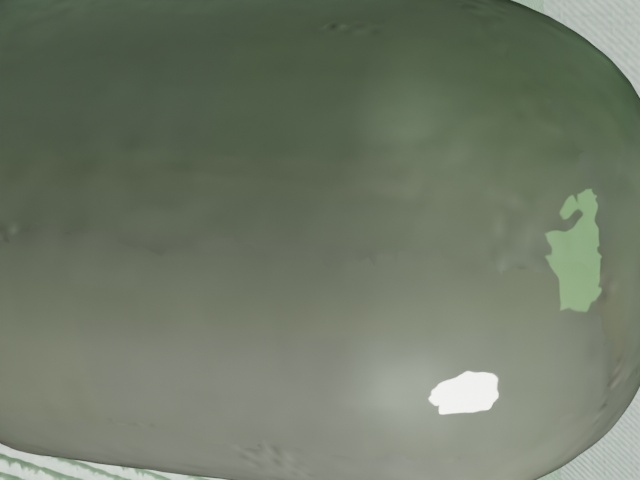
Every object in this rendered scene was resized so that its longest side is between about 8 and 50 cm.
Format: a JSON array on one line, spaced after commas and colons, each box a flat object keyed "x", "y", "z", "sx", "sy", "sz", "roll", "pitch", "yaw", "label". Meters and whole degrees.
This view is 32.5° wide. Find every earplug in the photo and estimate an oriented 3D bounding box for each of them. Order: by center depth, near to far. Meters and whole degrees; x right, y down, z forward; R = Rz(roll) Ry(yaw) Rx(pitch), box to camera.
[{"x": 0.000, "y": 0.000, "z": 0.660, "sx": 0.313, "sy": 0.394, "sz": 0.312, "roll": 4, "pitch": 90, "yaw": -65, "label": "earplug"}]
